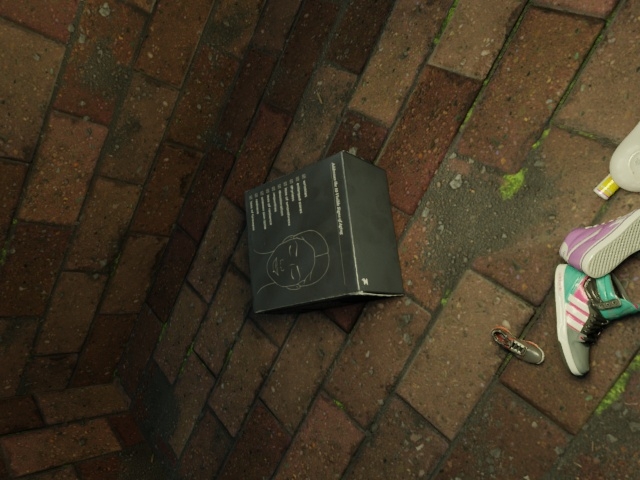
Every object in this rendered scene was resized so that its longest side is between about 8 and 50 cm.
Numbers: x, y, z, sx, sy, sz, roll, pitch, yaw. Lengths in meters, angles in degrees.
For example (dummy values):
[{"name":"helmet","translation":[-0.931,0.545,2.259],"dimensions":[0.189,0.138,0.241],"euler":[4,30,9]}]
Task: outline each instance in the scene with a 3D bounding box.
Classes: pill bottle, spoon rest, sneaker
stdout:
[{"name":"pill bottle","translation":[0.777,-0.152,1.220],"dimensions":[0.083,0.043,0.043],"euler":[-53,56,21]},{"name":"spoon rest","translation":[0.828,-0.258,1.145],"dimensions":[0.137,0.084,0.276],"euler":[16,109,21]},{"name":"sneaker","translation":[0.560,0.306,1.317],"dimensions":[0.158,0.065,0.061],"euler":[28,102,38]},{"name":"sneaker","translation":[0.756,-0.029,1.185],"dimensions":[0.282,0.102,0.161],"euler":[-32,18,4]},{"name":"sneaker","translation":[0.718,0.200,1.176],"dimensions":[0.178,0.124,0.295],"euler":[-10,76,47]}]

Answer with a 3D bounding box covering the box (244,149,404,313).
[{"name":"box","translation":[0.000,0.000,1.658],"dimensions":[0.472,0.297,0.479],"euler":[-16,74,38]}]
